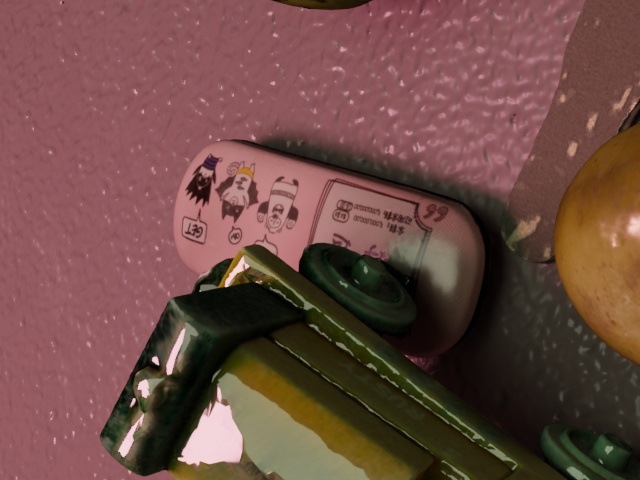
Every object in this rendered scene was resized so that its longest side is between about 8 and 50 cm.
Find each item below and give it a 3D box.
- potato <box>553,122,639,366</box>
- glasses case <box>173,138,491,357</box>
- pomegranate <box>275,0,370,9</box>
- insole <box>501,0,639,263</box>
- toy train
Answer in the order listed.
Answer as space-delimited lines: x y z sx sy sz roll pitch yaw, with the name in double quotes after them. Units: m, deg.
0.258 0.010 0.888 0.228 0.148 0.197 -21 85 52 "potato"
0.000 0.000 1.172 0.314 0.075 0.122 19 99 40 "glasses case"
-0.006 -0.298 1.101 0.254 0.270 0.254 -5 70 13 "pomegranate"
0.192 -0.098 1.057 0.081 0.011 0.248 35 109 42 "insole"
0.045 0.145 0.954 0.397 0.253 0.160 37 110 19 "toy train"
